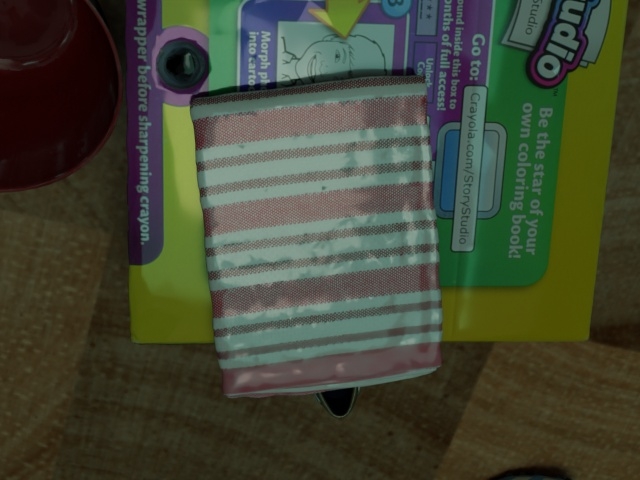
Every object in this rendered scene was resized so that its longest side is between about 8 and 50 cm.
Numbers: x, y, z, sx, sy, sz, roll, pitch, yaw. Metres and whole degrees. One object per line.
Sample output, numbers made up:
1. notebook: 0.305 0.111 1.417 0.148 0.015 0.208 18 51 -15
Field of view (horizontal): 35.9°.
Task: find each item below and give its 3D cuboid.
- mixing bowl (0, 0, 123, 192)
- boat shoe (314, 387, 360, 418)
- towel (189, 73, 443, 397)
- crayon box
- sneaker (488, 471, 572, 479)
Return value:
1. mixing bowl: -0.212 -0.131 0.628 0.181 0.098 0.181 -1 128 -2
2. boat shoe: 0.008 0.057 0.775 0.066 0.066 0.183 -14 117 -1
3. towel: 0.000 0.000 0.609 0.144 0.029 0.197 -6 106 -6
4. crayon box: 0.032 -0.118 0.647 0.313 0.106 0.363 0 106 -9
5. sneaker: 0.128 0.278 0.889 0.237 0.086 0.085 -18 115 0
